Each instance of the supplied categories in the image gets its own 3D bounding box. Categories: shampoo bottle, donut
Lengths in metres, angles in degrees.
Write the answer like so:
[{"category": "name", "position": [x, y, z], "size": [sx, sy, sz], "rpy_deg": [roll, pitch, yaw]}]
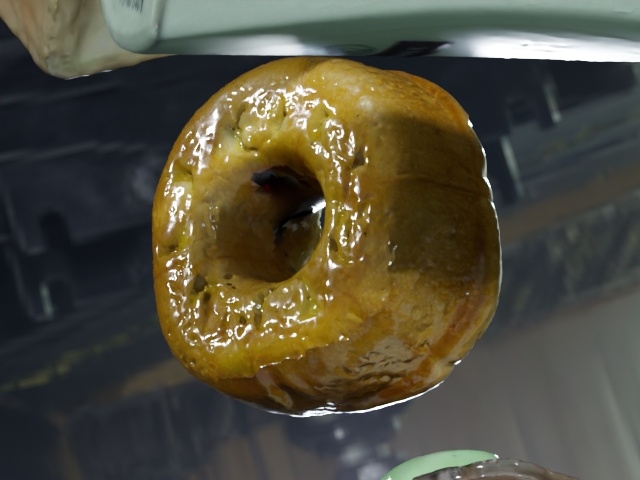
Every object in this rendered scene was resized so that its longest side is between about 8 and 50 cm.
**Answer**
[{"category": "shampoo bottle", "position": [0.089, -0.119, 0.894], "size": [0.360, 0.078, 0.134], "rpy_deg": [0, 10, -19]}, {"category": "donut", "position": [-0.001, -0.002, 1.175], "size": [0.227, 0.226, 0.114], "rpy_deg": [-29, -27, 32]}]

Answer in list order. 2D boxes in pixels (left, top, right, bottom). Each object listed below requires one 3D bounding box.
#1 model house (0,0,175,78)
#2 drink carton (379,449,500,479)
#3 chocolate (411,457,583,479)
[{"category": "model house", "position": [-0.115, -0.292, 1.037], "size": [0.245, 0.280, 0.312], "rpy_deg": [-17, -43, -30]}, {"category": "drink carton", "position": [0.096, 0.225, 1.313], "size": [0.146, 0.142, 0.144], "rpy_deg": [1, -43, -29]}, {"category": "chocolate", "position": [0.097, 0.183, 1.010], "size": [0.148, 0.093, 0.214], "rpy_deg": [-11, 9, -28]}]
